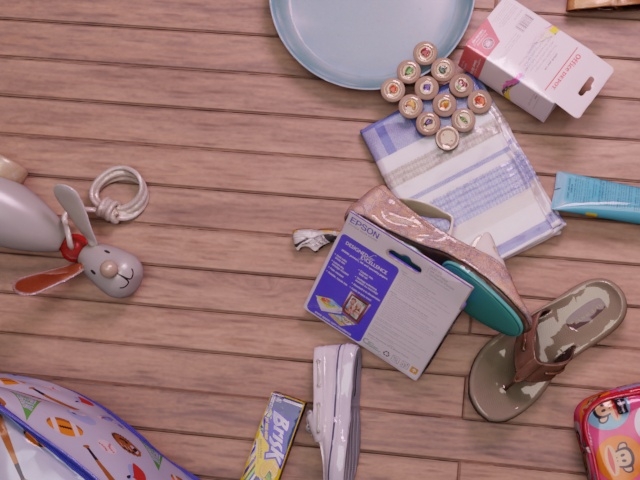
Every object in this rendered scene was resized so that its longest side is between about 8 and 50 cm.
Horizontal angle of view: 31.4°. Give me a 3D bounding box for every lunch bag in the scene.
[{"bbox_3d":[-0.397,0.326,1.576,0.385,0.328,0.239,39,90,7],"label":"lunch bag"},{"bbox_3d":[0.509,0.338,1.596,0.258,0.120,0.293,-13,84,0],"label":"lunch bag"}]

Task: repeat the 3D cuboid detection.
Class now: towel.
[{"bbox_3d":[0.211,-0.091,1.714,0.209,0.034,0.285,-28,79,4],"label":"towel"}]

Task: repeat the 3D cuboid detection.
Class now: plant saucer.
[{"bbox_3d":[0.080,-0.383,1.757,0.317,0.044,0.318,-1,84,5],"label":"plant saucer"}]

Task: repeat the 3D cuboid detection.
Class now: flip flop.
[{"bbox_3d":[0.328,0.154,1.648,0.277,0.080,0.112,-36,81,0],"label":"flip flop"}]

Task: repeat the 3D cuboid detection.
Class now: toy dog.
[{"bbox_3d":[-0.432,-0.026,1.702,0.333,0.161,0.220,6,84,6],"label":"toy dog"}]

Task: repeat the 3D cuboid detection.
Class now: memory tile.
[{"bbox_3d":[0.173,-0.216,1.703,0.148,0.012,0.113,42,91,4],"label":"memory tile"}]

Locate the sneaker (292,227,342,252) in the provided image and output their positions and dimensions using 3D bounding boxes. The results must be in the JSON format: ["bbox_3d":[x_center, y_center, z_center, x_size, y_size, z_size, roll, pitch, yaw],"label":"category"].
[{"bbox_3d":[0.000,0.000,1.727,0.083,0.032,0.037,-1,97,10],"label":"sneaker"}]

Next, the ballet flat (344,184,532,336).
[{"bbox_3d":[0.185,0.015,1.641,0.316,0.107,0.106,33,61,10],"label":"ballet flat"}]

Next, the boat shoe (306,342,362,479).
[{"bbox_3d":[0.016,0.264,1.675,0.075,0.083,0.226,0,72,17],"label":"boat shoe"}]

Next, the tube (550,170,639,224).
[{"bbox_3d":[0.447,-0.056,1.676,0.207,0.052,0.080,12,44,7],"label":"tube"}]

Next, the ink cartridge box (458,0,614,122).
[{"bbox_3d":[0.321,-0.259,1.692,0.198,0.067,0.115,36,71,9],"label":"ink cartridge box"}]

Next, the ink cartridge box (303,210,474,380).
[{"bbox_3d":[0.100,0.075,1.638,0.206,0.045,0.208,33,130,9],"label":"ink cartridge box"}]

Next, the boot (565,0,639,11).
[{"bbox_3d":[0.392,-0.486,1.735,0.264,0.096,0.280,3,91,-2],"label":"boot"}]

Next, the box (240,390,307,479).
[{"bbox_3d":[-0.073,0.310,1.678,0.054,0.059,0.169,19,85,5],"label":"box"}]
